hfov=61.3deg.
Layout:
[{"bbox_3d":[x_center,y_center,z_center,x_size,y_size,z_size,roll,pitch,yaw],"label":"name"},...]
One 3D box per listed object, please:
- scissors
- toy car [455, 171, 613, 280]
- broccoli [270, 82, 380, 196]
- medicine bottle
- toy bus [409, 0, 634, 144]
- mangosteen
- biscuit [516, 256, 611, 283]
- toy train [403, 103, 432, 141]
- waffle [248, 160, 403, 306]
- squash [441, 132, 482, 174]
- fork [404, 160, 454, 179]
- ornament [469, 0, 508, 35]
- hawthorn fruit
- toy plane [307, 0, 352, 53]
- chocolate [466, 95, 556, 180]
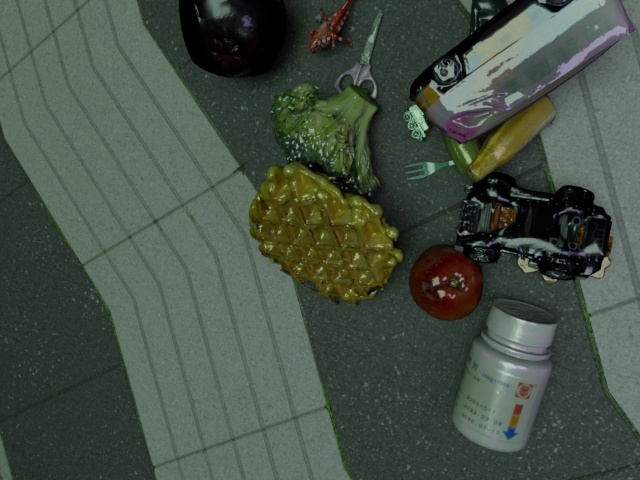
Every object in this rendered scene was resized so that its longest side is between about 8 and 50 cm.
[{"bbox_3d":[0.106,-0.429,1.272,0.110,0.021,0.212,22,106,17],"label":"scissors"},{"bbox_3d":[0.430,-0.020,1.102,0.301,0.118,0.193,13,74,17],"label":"toy car"},{"bbox_3d":[0.036,-0.243,1.225,0.246,0.288,0.248,-51,40,11],"label":"broccoli"},{"bbox_3d":[0.397,0.285,1.158,0.170,0.170,0.293,18,104,20],"label":"medicine bottle"},{"bbox_3d":[0.365,-0.331,1.011,0.386,0.171,0.162,-34,85,22],"label":"toy bus"},{"bbox_3d":[-0.213,-0.535,1.282,0.233,0.287,0.288,-20,88,-16],"label":"mangosteen"},{"bbox_3d":[0.513,0.023,1.153,0.184,0.027,0.134,-9,86,20],"label":"biscuit"},{"bbox_3d":[0.224,-0.270,1.236,0.053,0.033,0.083,-28,86,19],"label":"toy train"},{"bbox_3d":[0.000,0.000,1.238,0.379,0.095,0.382,32,145,3],"label":"waffle"},{"bbox_3d":[0.302,-0.253,1.170,0.083,0.083,0.250,-17,84,23],"label":"squash"},{"bbox_3d":[0.309,-0.176,1.220,0.235,0.021,0.039,-10,97,22],"label":"fork"},{"bbox_3d":[0.432,-0.423,1.109,0.236,0.080,0.202,4,101,25],"label":"ornament"},{"bbox_3d":[0.274,0.093,1.187,0.172,0.173,0.173,3,98,22],"label":"hawthorn fruit"},{"bbox_3d":[0.034,-0.522,1.251,0.077,0.126,0.194,37,113,44],"label":"toy plane"},{"bbox_3d":[0.382,-0.209,1.109,0.219,0.085,0.085,-43,79,-7],"label":"chocolate"}]
